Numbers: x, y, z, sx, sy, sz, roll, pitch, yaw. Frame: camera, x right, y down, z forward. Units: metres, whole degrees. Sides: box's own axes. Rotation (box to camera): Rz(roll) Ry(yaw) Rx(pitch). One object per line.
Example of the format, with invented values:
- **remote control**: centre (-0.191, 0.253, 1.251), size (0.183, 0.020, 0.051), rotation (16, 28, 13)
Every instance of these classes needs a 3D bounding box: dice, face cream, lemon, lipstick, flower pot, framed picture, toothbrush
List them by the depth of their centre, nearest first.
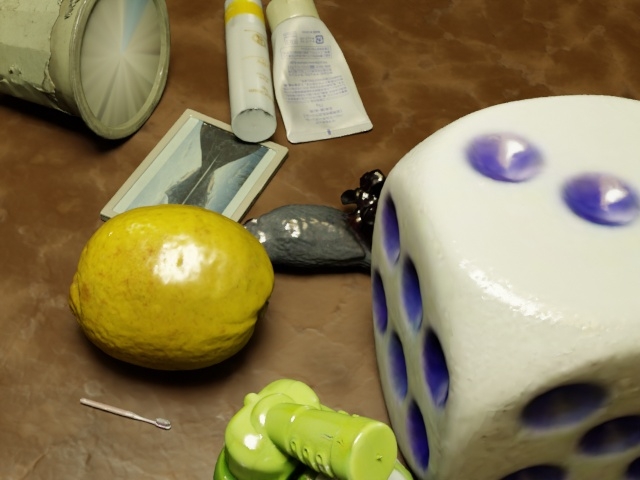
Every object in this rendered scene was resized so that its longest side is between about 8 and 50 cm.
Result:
- **dice**: centre (0.221, 0.066, 0.849), size (0.304, 0.304, 0.277), rotation (-7, 52, -10)
- **toothbrush**: centre (-0.195, 0.172, 0.920), size (0.097, 0.008, 0.006), rotation (14, 37, 8)
- **lemon**: centre (-0.150, 0.046, 0.923), size (0.207, 0.170, 0.170), rotation (6, 51, 2)
- **framed picture**: centre (-0.149, -0.071, 1.117), size (0.150, 0.015, 0.203), rotation (23, 53, 13)
- **flower pot**: centre (-0.324, -0.240, 1.137), size (0.203, 0.212, 0.212), rotation (10, 50, 16)
- **lipstick**: centre (-0.095, -0.235, 1.218), size (0.059, 0.059, 0.264), rotation (-2, 47, -6)
- **face cream**: centre (-0.016, -0.228, 1.238), size (0.114, 0.070, 0.224), rotation (-11, 65, -13)

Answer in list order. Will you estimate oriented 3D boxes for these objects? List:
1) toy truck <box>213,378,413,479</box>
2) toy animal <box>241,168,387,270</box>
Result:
- **toy truck**: centre (-0.010, 0.201, 0.799), size (0.187, 0.210, 0.148), rotation (25, 51, 38)
- **toy animal**: centre (-0.003, 0.004, 1.044), size (0.210, 0.121, 0.117), rotation (-24, 100, -2)
